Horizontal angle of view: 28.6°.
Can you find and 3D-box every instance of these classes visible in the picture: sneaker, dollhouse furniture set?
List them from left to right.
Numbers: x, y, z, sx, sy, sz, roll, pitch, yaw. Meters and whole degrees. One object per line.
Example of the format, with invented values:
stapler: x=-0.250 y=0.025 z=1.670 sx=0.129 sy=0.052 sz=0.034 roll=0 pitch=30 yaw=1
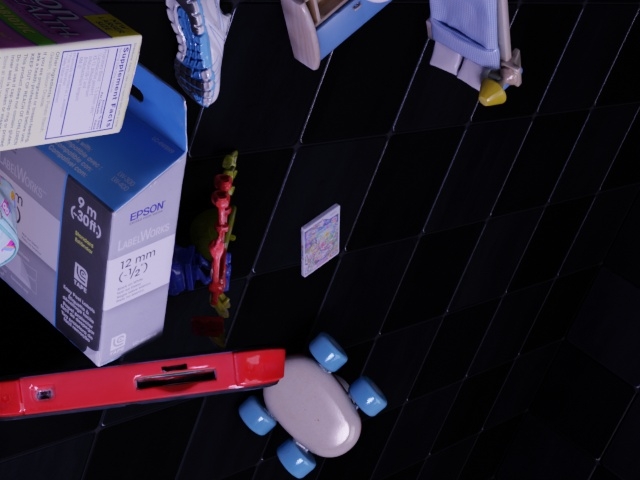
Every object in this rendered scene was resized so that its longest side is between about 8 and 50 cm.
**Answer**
sneaker: x=-0.148 y=-0.263 z=1.666 sx=0.083 sy=0.071 sz=0.191 roll=-40 pitch=149 yaw=-33
dollhouse furniture set: x=0.119 y=-0.323 z=1.741 sx=0.198 sy=0.303 sz=0.286 roll=-43 pitch=149 yaw=-19

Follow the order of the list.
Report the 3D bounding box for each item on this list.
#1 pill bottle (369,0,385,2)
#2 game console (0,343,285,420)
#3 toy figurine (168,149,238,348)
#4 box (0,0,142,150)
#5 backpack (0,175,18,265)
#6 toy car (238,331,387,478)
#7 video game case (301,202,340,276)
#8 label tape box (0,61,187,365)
pill bottle: x=0.017 y=-0.399 z=1.595 sx=0.121 sy=0.221 sz=0.121 roll=-35 pitch=146 yaw=-29
game console: x=-0.242 y=0.181 z=1.676 sx=0.386 sy=0.060 sz=0.342 roll=-6 pitch=178 yaw=-4
toy figurine: x=-0.233 y=0.000 z=1.768 sx=0.362 sy=0.217 sz=0.191 roll=-92 pitch=-176 yaw=-65
box: x=-0.350 y=-0.196 z=1.294 sx=0.243 sy=0.213 sz=0.117 roll=-15 pitch=132 yaw=-47
backpack: x=-0.408 y=-0.017 z=1.319 sx=0.166 sy=0.144 sz=0.188 roll=-23 pitch=157 yaw=11
toy car: x=-0.009 y=0.297 z=2.393 sx=0.219 sy=0.210 sz=0.238 roll=-42 pitch=-179 yaw=6
video game case: x=0.000 y=0.000 z=2.210 sx=0.087 sy=0.011 sz=0.122 roll=-35 pitch=146 yaw=-29
label tape box: x=-0.286 y=-0.062 z=1.491 sx=0.115 sy=0.249 sz=0.348 roll=-26 pitch=140 yaw=-39
